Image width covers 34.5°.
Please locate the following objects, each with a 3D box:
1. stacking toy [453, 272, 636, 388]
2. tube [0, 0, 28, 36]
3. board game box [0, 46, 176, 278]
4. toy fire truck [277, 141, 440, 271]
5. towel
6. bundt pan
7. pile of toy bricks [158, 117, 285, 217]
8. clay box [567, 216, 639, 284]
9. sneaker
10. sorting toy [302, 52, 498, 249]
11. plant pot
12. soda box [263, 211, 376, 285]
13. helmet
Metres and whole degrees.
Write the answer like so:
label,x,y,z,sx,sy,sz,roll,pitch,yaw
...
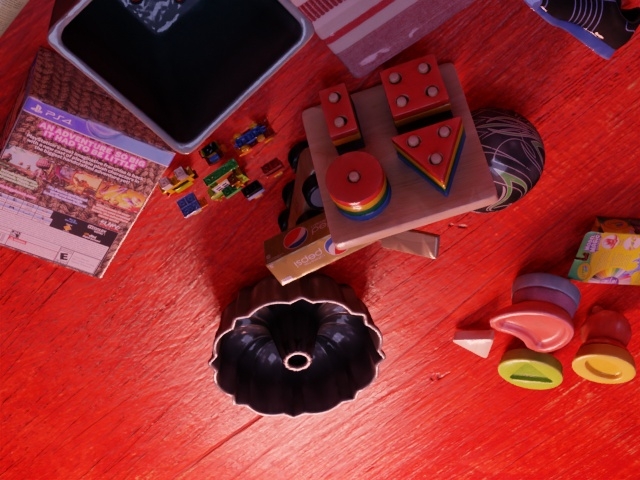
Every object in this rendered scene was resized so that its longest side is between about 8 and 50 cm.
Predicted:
label,x,y,z,sx,sy,sz,roll,pitch,yaw
stacking toy,0.445,0.172,2.040,0.309,0.130,0.279,35,145,-28
tube,-0.448,-0.358,1.467,0.240,0.062,0.070,-47,165,23
board game box,-0.393,-0.115,1.623,0.232,0.141,0.291,22,125,-24
toy fire truck,0.073,-0.049,1.751,0.246,0.158,0.217,-5,132,-19
towel,0.054,-0.410,1.496,0.237,0.037,0.329,-31,127,19
bundt pan,-0.048,0.185,1.941,0.331,0.124,0.331,-4,130,-4
pile of toy bricks,-0.150,-0.103,1.707,0.212,0.118,0.105,-32,167,6
clay box,0.578,0.022,1.927,0.222,0.053,0.127,4,130,-9
sneaker,0.390,-0.363,1.556,0.232,0.081,0.090,22,122,-32
sorting toy,0.110,-0.147,1.574,0.257,0.255,0.089,-17,152,7
plant pot,-0.202,-0.319,1.384,0.247,0.252,0.248,-42,124,10
soda box,0.000,0.000,1.661,0.181,0.061,0.058,-25,130,13
helmet,0.282,-0.138,1.679,0.169,0.169,0.161,2,146,-9
